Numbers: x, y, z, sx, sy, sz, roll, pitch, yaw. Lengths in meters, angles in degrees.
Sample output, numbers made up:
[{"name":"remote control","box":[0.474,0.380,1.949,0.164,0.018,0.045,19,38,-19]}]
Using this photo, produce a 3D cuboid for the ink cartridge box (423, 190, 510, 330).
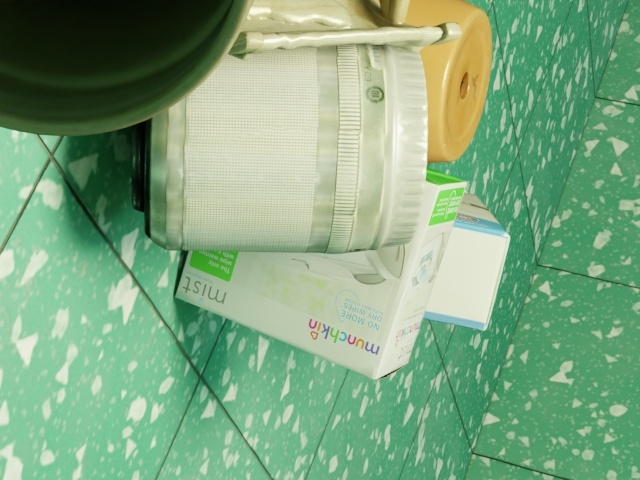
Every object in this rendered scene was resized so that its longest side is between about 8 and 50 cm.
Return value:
[{"name":"ink cartridge box","box":[0.103,0.002,1.840,0.307,0.223,0.129,-94,-165,-79]}]

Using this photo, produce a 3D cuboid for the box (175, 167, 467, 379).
[{"name":"box","box":[0.000,0.000,1.619,0.127,0.262,0.231,-11,121,-69]}]

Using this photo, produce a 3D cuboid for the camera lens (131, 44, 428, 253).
[{"name":"camera lens","box":[-0.046,-0.097,1.405,0.219,0.274,0.219,-179,-90,-84]}]

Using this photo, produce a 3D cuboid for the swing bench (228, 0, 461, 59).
[{"name":"swing bench","box":[-0.018,-0.295,1.292,0.253,0.165,0.254,-8,101,-40]}]

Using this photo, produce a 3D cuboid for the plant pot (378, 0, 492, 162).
[{"name":"plant pot","box":[0.097,-0.219,1.856,0.291,0.204,0.290,13,90,-69]}]

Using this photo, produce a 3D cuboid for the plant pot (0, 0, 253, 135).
[{"name":"plant pot","box":[-0.171,-0.279,1.024,0.280,0.323,0.323,-71,164,-57]}]
